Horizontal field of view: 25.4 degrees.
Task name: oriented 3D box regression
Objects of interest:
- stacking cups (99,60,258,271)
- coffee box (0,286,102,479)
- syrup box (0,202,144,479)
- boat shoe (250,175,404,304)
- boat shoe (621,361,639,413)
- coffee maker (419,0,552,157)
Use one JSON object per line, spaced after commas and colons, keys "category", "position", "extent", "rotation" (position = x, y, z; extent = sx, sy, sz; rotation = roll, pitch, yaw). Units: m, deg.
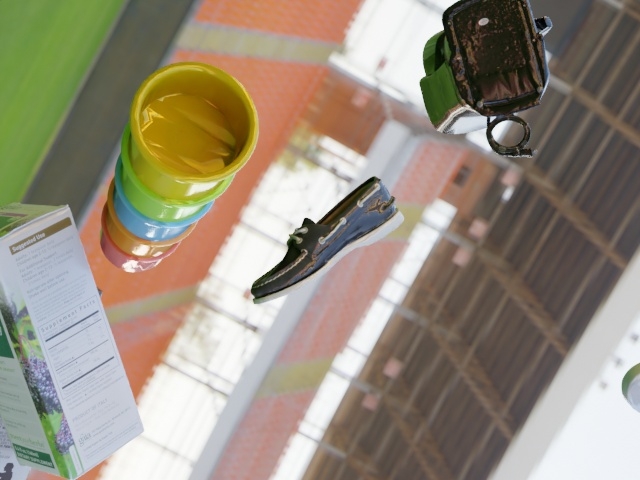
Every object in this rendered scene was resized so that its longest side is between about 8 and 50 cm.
{"category": "stacking cups", "position": [-0.135, -0.038, 1.152], "extent": [0.096, 0.096, 0.316], "rotation": [-66, -172, -24]}
{"category": "coffee box", "position": [-0.378, 0.145, 1.576], "extent": [0.168, 0.118, 0.297], "rotation": [32, -77, 47]}
{"category": "syrup box", "position": [-0.254, 0.089, 1.295], "extent": [0.093, 0.237, 0.096], "rotation": [4, -152, 45]}
{"category": "boat shoe", "position": [0.000, 0.000, 0.962], "extent": [0.125, 0.038, 0.046], "rotation": [-32, -167, -18]}
{"category": "boat shoe", "position": [0.568, 0.190, 2.127], "extent": [0.102, 0.301, 0.108], "rotation": [-132, -141, -56]}
{"category": "coffee maker", "position": [0.169, -0.166, 1.523], "extent": [0.178, 0.120, 0.171], "rotation": [130, -31, -83]}
